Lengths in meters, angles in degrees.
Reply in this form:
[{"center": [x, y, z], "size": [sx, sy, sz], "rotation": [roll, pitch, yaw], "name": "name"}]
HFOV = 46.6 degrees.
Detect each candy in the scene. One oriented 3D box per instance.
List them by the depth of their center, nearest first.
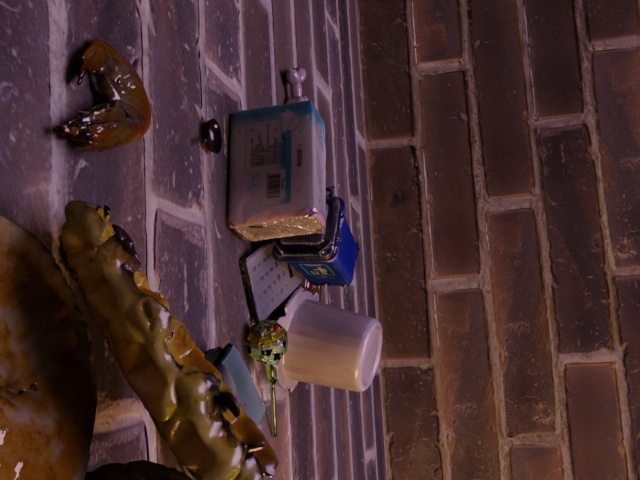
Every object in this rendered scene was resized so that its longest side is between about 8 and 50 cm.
[{"center": [-0.113, 0.311, 1.627], "size": [0.091, 0.083, 0.306], "rotation": [-21, 121, -38], "name": "candy"}]

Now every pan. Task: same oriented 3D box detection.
[{"center": [-0.216, -0.196, 1.423], "size": [0.115, 0.023, 0.068], "rotation": [-59, 143, -73], "name": "pan"}]

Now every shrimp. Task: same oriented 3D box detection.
[{"center": [-0.293, -0.190, 1.014], "size": [0.249, 0.068, 0.150], "rotation": [-81, 150, -62], "name": "shrimp"}]

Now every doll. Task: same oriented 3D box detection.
[{"center": [-0.065, -0.412, 2.097], "size": [0.161, 0.059, 0.160], "rotation": [46, 40, -69], "name": "doll"}]

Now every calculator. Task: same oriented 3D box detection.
[{"center": [-0.101, 0.068, 1.705], "size": [0.261, 0.021, 0.161], "rotation": [-43, 127, -57], "name": "calculator"}]

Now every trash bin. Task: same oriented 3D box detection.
[{"center": [0.000, 0.000, 1.726], "size": [0.234, 0.162, 0.184], "rotation": [54, 41, -58], "name": "trash bin"}]

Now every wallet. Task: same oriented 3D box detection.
[{"center": [-0.173, 0.298, 1.252], "size": [0.250, 0.075, 0.176], "rotation": [-57, 126, -69], "name": "wallet"}]

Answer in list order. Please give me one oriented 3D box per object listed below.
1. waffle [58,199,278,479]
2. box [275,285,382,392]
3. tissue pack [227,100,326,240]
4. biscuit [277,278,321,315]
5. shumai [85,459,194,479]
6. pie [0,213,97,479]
[{"center": [-0.186, 0.124, 0.873], "size": [0.382, 0.095, 0.379], "rotation": [59, -11, -3], "name": "waffle"}, {"center": [0.026, 0.247, 1.790], "size": [0.291, 0.206, 0.262], "rotation": [52, 50, -66], "name": "box"}, {"center": [-0.088, -0.147, 1.576], "size": [0.124, 0.201, 0.271], "rotation": [41, 45, -61], "name": "tissue pack"}, {"center": [-0.058, 0.049, 1.921], "size": [0.350, 0.070, 0.394], "rotation": [-78, 159, -53], "name": "biscuit"}, {"center": [-0.217, 0.420, 0.751], "size": [0.346, 0.217, 0.283], "rotation": [-71, 153, -70], "name": "shumai"}, {"center": [-0.320, 0.126, 0.709], "size": [0.339, 0.077, 0.339], "rotation": [-15, 90, -74], "name": "pie"}]
